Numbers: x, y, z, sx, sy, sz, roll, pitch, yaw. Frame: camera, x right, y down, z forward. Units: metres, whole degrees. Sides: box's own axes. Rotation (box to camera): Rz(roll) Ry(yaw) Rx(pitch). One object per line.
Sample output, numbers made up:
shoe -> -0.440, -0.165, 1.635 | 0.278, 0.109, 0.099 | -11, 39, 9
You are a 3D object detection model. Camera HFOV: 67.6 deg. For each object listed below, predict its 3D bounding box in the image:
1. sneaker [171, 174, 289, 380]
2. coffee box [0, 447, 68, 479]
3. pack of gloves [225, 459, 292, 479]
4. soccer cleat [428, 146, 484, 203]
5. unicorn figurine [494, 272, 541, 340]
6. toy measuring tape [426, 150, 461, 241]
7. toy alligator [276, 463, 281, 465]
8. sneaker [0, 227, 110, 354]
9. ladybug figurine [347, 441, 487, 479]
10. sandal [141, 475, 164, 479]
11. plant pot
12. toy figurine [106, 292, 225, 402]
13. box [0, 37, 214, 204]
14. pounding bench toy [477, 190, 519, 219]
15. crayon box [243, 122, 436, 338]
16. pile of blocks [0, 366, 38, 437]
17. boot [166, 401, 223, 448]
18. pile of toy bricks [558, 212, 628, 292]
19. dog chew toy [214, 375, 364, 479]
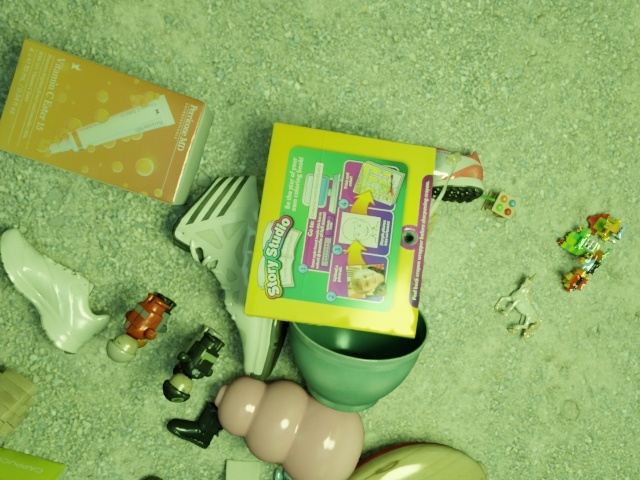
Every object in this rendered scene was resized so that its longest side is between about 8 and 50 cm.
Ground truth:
sneaker -> -0.193, 0.074, 1.056 | 0.258, 0.169, 0.446 | 5, 91, 5
coffee box -> -0.765, 0.623, 0.923 | 0.338, 0.338, 0.334 | 19, 92, -8
pack of gloves -> -0.122, 0.611, 1.069 | 0.195, 0.231, 0.046 | 11, 136, -13
soccer cleat -> 0.216, -0.165, 1.100 | 0.319, 0.108, 0.116 | 6, 70, -3
unicorn figurine -> 0.492, 0.159, 1.175 | 0.111, 0.060, 0.161 | -34, 114, -3
toy measuring tape -> 0.196, -0.061, 1.057 | 0.122, 0.121, 0.329 | 12, 123, -7
toy alligator -> -0.091, 0.507, 1.138 | 0.190, 0.056, 0.051 | 27, 133, -9
sneaker -> -0.573, 0.096, 1.033 | 0.129, 0.111, 0.297 | -34, 102, -19
ladybug figurine -> 0.177, 0.617, 1.113 | 0.450, 0.162, 0.304 | -20, 101, -7
sandal -> -0.415, 0.679, 1.096 | 0.086, 0.120, 0.302 | 19, 95, -36
plant pot -> 0.066, 0.239, 1.033 | 0.294, 0.293, 0.196 | 6, 115, -7
toy figurine -> -0.320, 0.220, 1.004 | 0.213, 0.209, 0.148 | 37, 79, -8
box -> -0.421, -0.225, 0.976 | 0.346, 0.168, 0.214 | 18, 92, -8
pounding bench toy -> 0.414, -0.090, 1.135 | 0.083, 0.065, 0.052 | 26, 92, -8
crayon box -> 0.038, -0.016, 0.917 | 0.314, 0.106, 0.362 | 8, 82, -1
pile of blocks -> -0.779, 0.337, 1.029 | 0.363, 0.148, 0.112 | 5, 137, 2
boot -> -0.279, 0.418, 1.109 | 0.121, 0.045, 0.099 | 34, 93, -15
pile of toy bricks -> 0.635, 0.019, 1.161 | 0.105, 0.118, 0.212 | 37, 100, 24
dog chew toy -> -0.075, 0.407, 1.062 | 0.332, 0.206, 0.206 | 23, 92, 0
